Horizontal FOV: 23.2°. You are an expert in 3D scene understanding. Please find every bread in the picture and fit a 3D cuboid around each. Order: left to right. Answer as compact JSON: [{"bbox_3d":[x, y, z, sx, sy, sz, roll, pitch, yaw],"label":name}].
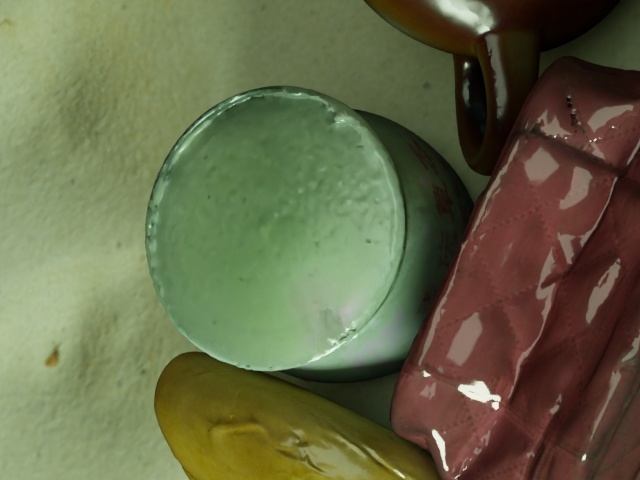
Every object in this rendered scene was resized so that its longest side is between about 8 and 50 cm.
[{"bbox_3d":[-0.015,0.120,0.825,0.189,0.114,0.077,17,73,30],"label":"bread"}]

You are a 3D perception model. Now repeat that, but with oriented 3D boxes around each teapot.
[{"bbox_3d":[0.083,-0.155,0.815,0.178,0.135,0.252,-1,80,-10],"label":"teapot"}]

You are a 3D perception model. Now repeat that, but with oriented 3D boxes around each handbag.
[{"bbox_3d":[0.138,0.031,0.751,0.135,0.146,0.225,29,95,30],"label":"handbag"}]

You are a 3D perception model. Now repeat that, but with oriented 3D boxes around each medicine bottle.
[{"bbox_3d":[0.000,0.000,0.817,0.147,0.143,0.147,-3,81,23],"label":"medicine bottle"}]
